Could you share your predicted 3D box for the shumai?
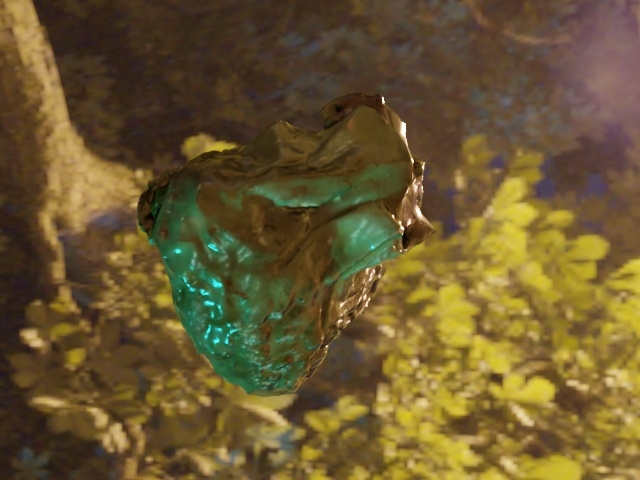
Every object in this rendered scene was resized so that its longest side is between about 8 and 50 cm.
[{"bbox_3d":[-0.002,0.001,1.260,0.189,0.218,0.256,64,-162,19],"label":"shumai"}]
